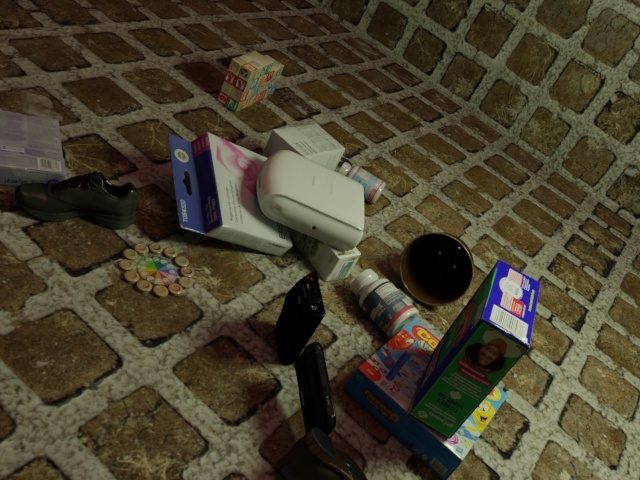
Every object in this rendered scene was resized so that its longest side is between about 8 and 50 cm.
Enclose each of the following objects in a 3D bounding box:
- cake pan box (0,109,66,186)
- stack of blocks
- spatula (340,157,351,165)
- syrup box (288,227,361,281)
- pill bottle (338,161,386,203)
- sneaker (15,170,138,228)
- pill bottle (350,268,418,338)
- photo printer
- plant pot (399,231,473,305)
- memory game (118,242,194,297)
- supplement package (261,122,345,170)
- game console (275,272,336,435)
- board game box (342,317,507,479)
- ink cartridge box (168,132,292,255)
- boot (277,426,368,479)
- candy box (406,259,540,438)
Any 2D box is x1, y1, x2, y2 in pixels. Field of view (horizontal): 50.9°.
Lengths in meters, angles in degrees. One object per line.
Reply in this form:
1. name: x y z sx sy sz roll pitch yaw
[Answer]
1. cake pan box: -0.782 -0.235 1.697 0.266 0.070 0.246 4 43 -32
2. stack of blocks: -0.245 -0.599 2.472 0.087 0.171 0.297 33 33 7
3. spatula: 0.052 -0.274 2.307 0.084 0.030 0.296 57 22 12
4. syrup box: 0.000 0.000 1.922 0.096 0.093 0.237 -10 49 -44
5. pill bottle: 0.136 -0.199 2.290 0.160 0.087 0.087 32 34 5
6. sneaker: -0.582 -0.115 1.625 0.286 0.130 0.109 5 42 -30
7. pill bottle: 0.167 0.166 1.810 0.107 0.108 0.180 -14 51 -46
8. photo printer: -0.029 -0.122 1.866 0.307 0.107 0.256 24 35 -13
9. plant pot: 0.372 0.065 2.032 0.215 0.215 0.230 37 21 12
10. memory game: -0.394 0.069 1.621 0.186 0.012 0.186 19 34 -14
11. supplement package: -0.068 -0.240 2.100 0.149 0.194 0.203 43 36 22
12. game console: -0.032 0.262 1.465 0.043 0.213 0.362 5 50 -22
13. board game box: 0.261 0.369 1.627 0.308 0.086 0.302 39 36 16
14. ink cartridge box: -0.243 -0.137 1.830 0.330 0.071 0.324 19 45 -42
15. boot: 0.013 0.472 1.338 0.219 0.106 0.082 50 11 -17
16. candy box: 0.343 0.239 1.493 0.122 0.317 0.268 31 33 6
